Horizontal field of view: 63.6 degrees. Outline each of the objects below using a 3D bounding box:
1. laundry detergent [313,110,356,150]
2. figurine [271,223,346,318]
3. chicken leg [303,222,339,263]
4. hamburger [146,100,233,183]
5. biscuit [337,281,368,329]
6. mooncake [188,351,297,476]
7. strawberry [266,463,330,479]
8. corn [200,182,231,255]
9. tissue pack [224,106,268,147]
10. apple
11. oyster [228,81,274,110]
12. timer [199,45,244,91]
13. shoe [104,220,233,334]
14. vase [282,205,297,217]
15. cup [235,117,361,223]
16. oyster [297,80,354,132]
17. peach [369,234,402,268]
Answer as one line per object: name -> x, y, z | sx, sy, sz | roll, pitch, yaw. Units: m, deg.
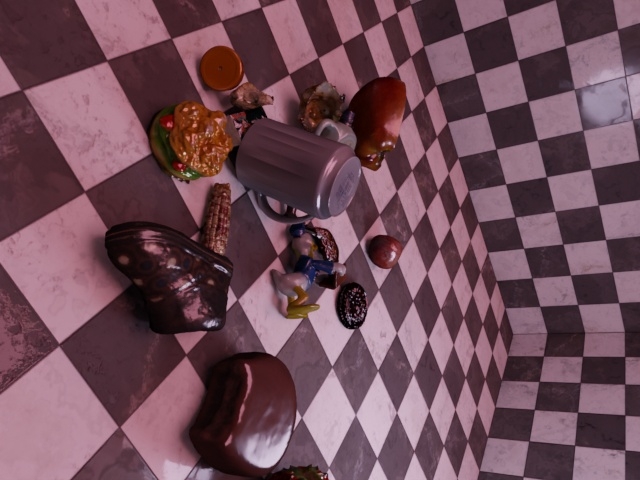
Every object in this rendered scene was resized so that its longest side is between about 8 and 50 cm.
laundry detergent -> 0.040, -0.354, 1.911 | 0.215, 0.105, 0.280 | 9, 112, -50
figurine -> -0.029, 0.084, 1.768 | 0.284, 0.204, 0.338 | -2, 71, -30
chicken leg -> 0.000, 0.000, 1.945 | 0.253, 0.051, 0.105 | 47, 52, -35
hamburger -> -0.344, -0.275, 1.419 | 0.237, 0.149, 0.236 | 14, 73, -54
biscuit -> 0.131, 0.263, 2.071 | 0.195, 0.053, 0.194 | 16, 70, -54
mooncake -> -0.214, 0.479, 1.421 | 0.334, 0.174, 0.325 | 3, 79, -53
strawberry -> -0.085, 0.815, 1.511 | 0.238, 0.250, 0.288 | 55, 54, -86
corn -> -0.301, -0.062, 1.501 | 0.079, 0.080, 0.236 | 27, 59, -50
tissue pack -> -0.240, -0.360, 1.635 | 0.170, 0.091, 0.103 | -39, 112, -52
apple -> 0.239, -0.481, 2.156 | 0.328, 0.295, 0.364 | 56, 34, -47
oyster -> -0.205, -0.453, 1.615 | 0.163, 0.191, 0.081 | -21, 126, -45
timer -> -0.286, -0.523, 1.605 | 0.152, 0.132, 0.131 | -46, 124, -77
shoe -> -0.372, 0.113, 1.273 | 0.384, 0.172, 0.237 | 36, 50, -55
vase -> -0.091, -0.160, 1.800 | 0.120, 0.120, 0.182 | 16, 85, -53
cup -> -0.070, -0.184, 1.613 | 0.237, 0.327, 0.322 | -37, 145, -52
oyster -> 0.026, -0.489, 1.972 | 0.133, 0.198, 0.337 | 57, 18, 25
peach -> 0.275, 0.040, 2.273 | 0.152, 0.152, 0.151 | 17, 70, -53
